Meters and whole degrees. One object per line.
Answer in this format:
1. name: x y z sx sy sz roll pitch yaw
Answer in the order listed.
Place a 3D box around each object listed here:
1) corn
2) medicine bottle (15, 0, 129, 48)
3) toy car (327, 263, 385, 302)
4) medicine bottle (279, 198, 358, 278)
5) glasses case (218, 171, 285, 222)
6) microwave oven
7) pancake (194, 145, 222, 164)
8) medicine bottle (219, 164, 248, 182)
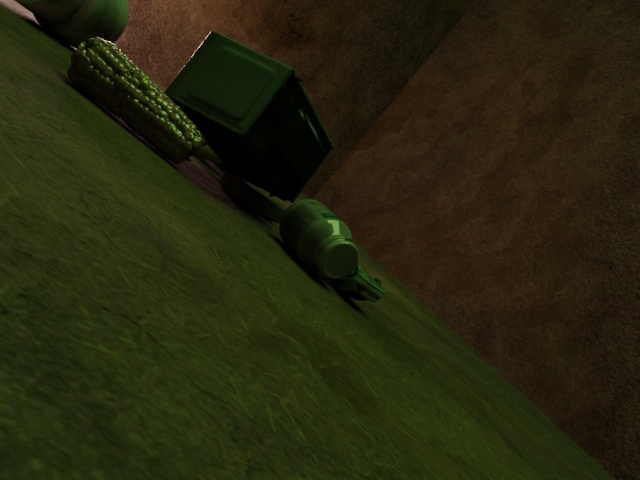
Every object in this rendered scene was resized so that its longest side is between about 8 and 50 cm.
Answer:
1. corn: -0.390 -0.298 1.388 0.335 0.126 0.126 40 5 -6
2. medicine bottle: -0.733 -0.714 1.878 0.241 0.241 0.302 41 5 15
3. toy car: 0.061 0.083 1.542 0.090 0.076 0.224 34 -1 -37
4. medicine bottle: 0.000 0.000 1.480 0.135 0.135 0.215 36 5 -36
5. glasses case: -0.176 -0.108 1.678 0.071 0.047 0.205 31 -1 37
6. microwave oven: -0.163 -0.274 1.546 0.286 0.218 0.355 32 -9 24
7. pancake: -0.284 -0.333 1.958 0.383 0.071 0.382 20 30 -12
8. medicine bottle: -0.276 -0.268 2.038 0.191 0.107 0.107 42 5 27
